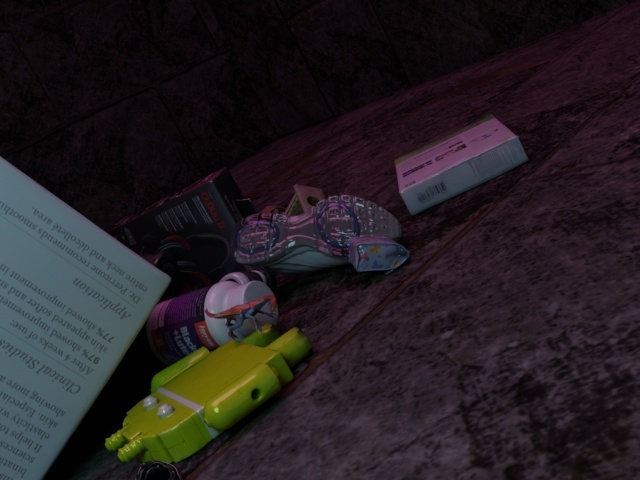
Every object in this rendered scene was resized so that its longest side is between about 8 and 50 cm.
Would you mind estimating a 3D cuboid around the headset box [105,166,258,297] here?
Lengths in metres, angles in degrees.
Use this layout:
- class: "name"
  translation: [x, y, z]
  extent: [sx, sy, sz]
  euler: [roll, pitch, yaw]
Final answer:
- class: "headset box"
  translation: [-0.249, 0.001, 1.578]
  extent: [0.293, 0.218, 0.110]
  euler: [-23, 15, 18]

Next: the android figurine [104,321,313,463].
- class: "android figurine"
  translation: [-0.145, 0.194, 0.990]
  extent: [0.273, 0.056, 0.248]
  euler: [-31, 14, -24]

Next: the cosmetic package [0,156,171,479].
- class: "cosmetic package"
  translation: [-0.486, 0.119, 1.047]
  extent: [0.327, 0.329, 0.393]
  euler: [0, 54, 57]

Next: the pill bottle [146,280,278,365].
- class: "pill bottle"
  translation: [-0.162, 0.123, 1.175]
  extent: [0.194, 0.108, 0.108]
  euler: [-20, 15, 33]

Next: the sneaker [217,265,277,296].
- class: "sneaker"
  translation: [-0.154, 0.112, 1.313]
  extent: [0.217, 0.079, 0.121]
  euler: [-31, -12, 37]

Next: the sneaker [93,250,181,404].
- class: "sneaker"
  translation: [-0.341, 0.141, 1.289]
  extent: [0.130, 0.109, 0.286]
  euler: [5, 52, 25]

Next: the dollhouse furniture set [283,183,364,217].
- class: "dollhouse furniture set"
  translation: [-0.003, 0.006, 1.461]
  extent: [0.181, 0.161, 0.101]
  euler: [-59, 37, 33]

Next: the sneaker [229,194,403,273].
- class: "sneaker"
  translation: [0.000, 0.000, 1.310]
  extent: [0.297, 0.110, 0.129]
  euler: [-4, -22, 21]

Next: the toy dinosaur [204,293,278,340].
- class: "toy dinosaur"
  translation: [-0.098, 0.097, 1.039]
  extent: [0.082, 0.090, 0.047]
  euler: [-52, 18, 20]

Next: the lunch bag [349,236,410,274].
- class: "lunch bag"
  translation: [0.090, 0.021, 1.181]
  extent: [0.083, 0.053, 0.071]
  euler: [-3, 10, -8]

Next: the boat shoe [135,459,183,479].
- class: "boat shoe"
  translation: [-0.173, 0.256, 0.826]
  extent: [0.049, 0.040, 0.142]
  euler: [-33, 14, -22]

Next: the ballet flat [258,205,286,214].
- class: "ballet flat"
  translation: [-0.120, -0.038, 1.812]
  extent: [0.067, 0.073, 0.206]
  euler: [-9, 22, 15]

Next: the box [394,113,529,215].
- class: "box"
  translation: [0.264, -0.157, 1.521]
  extent: [0.232, 0.058, 0.322]
  euler: [-25, 14, 11]
